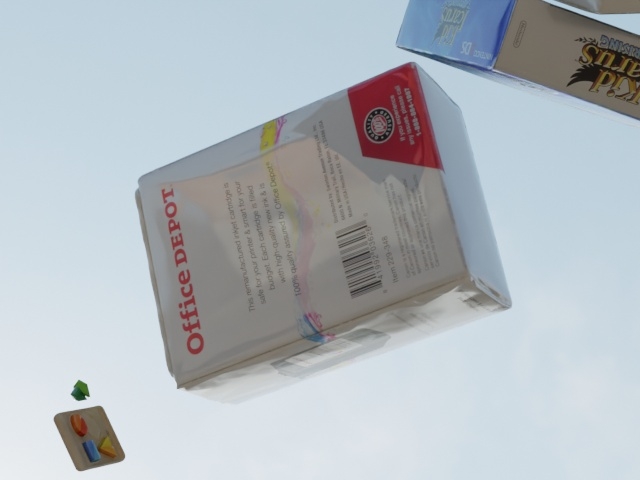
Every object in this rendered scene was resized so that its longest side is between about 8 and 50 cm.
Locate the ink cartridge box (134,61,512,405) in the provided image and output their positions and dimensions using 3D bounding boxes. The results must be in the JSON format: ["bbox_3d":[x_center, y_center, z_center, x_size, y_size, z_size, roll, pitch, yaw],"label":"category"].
[{"bbox_3d":[0.000,0.000,1.514,0.306,0.226,0.131,-21,-24,21],"label":"ink cartridge box"}]

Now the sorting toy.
[{"bbox_3d":[-0.210,0.163,1.438,0.012,0.083,0.062,-35,-16,30],"label":"sorting toy"}]

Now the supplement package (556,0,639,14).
[{"bbox_3d":[0.206,-0.246,1.059,0.105,0.105,0.179,-5,-69,-28],"label":"supplement package"}]

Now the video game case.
[{"bbox_3d":[0.207,-0.127,1.216,0.244,0.269,0.061,16,-83,-14],"label":"video game case"}]
